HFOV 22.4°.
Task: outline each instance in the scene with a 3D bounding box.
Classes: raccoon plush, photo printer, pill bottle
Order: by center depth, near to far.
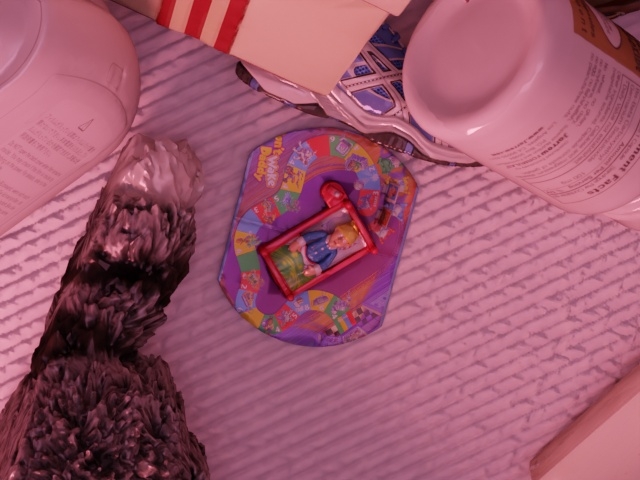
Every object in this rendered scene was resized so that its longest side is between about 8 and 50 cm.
[{"bbox_3d":[-0.262,-0.061,1.072,0.307,0.256,0.107,-37,80,1],"label":"photo printer"},{"bbox_3d":[0.177,-0.091,1.126,0.229,0.131,0.131,26,96,-41],"label":"pill bottle"},{"bbox_3d":[-0.080,0.183,1.155,0.299,0.216,0.446,24,95,-16],"label":"raccoon plush"}]

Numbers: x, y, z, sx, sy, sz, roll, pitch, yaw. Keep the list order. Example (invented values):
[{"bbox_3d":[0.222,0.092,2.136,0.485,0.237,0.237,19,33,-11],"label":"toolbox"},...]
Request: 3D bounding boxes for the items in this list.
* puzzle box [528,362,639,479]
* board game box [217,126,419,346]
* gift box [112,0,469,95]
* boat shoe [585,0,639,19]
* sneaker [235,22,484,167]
[{"bbox_3d":[0.394,0.134,1.214,0.409,0.052,0.272,-43,100,14],"label":"puzzle box"},{"bbox_3d":[0.000,0.000,1.208,0.133,0.033,0.169,14,96,-10],"label":"board game box"},{"bbox_3d":[-0.022,-0.243,1.024,0.255,0.258,0.276,19,72,-8],"label":"gift box"},{"bbox_3d":[0.262,-0.217,1.172,0.257,0.095,0.095,-28,99,-1],"label":"boat shoe"},{"bbox_3d":[0.048,-0.114,1.176,0.211,0.080,0.081,22,99,-9],"label":"sneaker"}]
